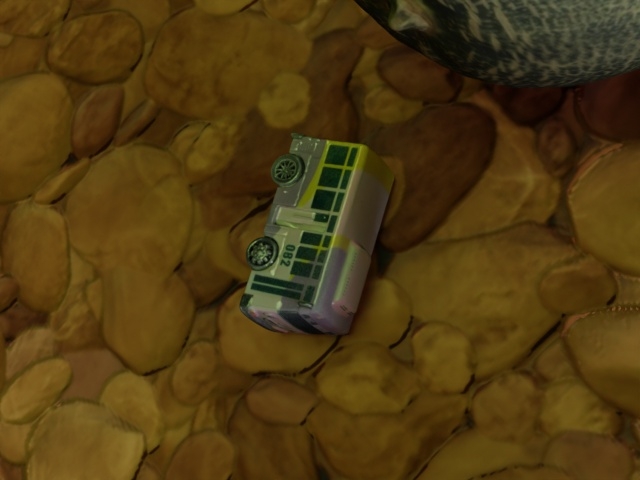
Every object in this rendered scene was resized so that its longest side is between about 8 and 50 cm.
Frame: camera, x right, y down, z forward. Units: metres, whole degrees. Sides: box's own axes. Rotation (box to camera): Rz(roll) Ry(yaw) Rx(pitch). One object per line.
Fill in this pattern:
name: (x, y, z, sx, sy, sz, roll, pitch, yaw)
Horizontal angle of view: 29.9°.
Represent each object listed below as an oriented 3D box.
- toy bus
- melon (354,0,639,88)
toy bus: (0.000, 0.000, 0.638, 0.058, 0.052, 0.102, 9, 74, 28)
melon: (0.132, -0.222, 0.547, 0.249, 0.248, 0.329, 33, 85, 30)
